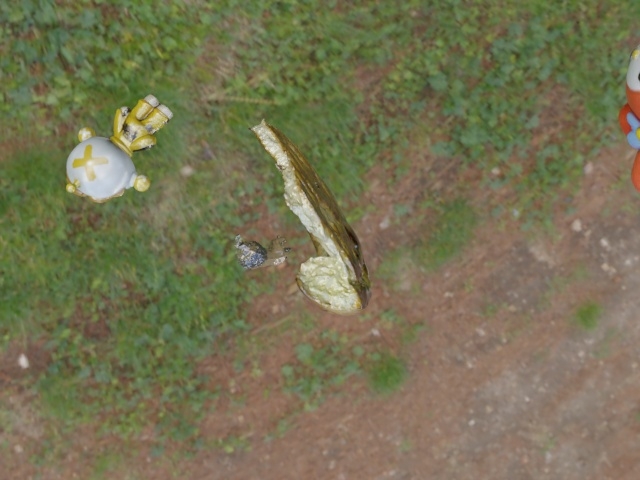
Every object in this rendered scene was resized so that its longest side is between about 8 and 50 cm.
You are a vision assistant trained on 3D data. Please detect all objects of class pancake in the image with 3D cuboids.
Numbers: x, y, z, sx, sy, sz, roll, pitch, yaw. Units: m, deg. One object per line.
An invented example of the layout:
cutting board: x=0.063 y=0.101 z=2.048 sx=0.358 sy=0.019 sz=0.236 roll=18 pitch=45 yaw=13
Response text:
pancake: x=0.000 y=0.000 z=0.990 sx=0.056 sy=0.212 sz=0.257 roll=-30 pitch=150 yaw=8

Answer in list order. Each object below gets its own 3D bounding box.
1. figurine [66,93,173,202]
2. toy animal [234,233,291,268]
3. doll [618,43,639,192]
figurine: x=-0.230 y=-0.102 z=1.140 sx=0.143 sy=0.101 sz=0.068 roll=-25 pitch=167 yaw=-4
toy animal: x=-0.111 y=0.024 z=1.876 sx=0.220 sy=0.086 sz=0.069 roll=-12 pitch=109 yaw=-65
doll: x=0.455 y=-0.198 z=1.262 sx=0.130 sy=0.161 sz=0.290 roll=9 pitch=120 yaw=-1
